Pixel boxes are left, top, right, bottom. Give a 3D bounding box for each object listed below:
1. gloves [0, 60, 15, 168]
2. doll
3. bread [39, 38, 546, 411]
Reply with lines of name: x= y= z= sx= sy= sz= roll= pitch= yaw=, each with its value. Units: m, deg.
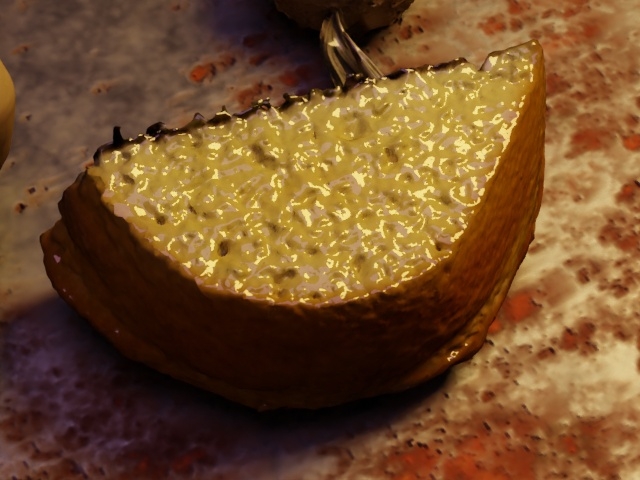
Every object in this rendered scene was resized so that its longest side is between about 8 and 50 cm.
gloves: x=-0.226 y=-0.068 z=0.837 sx=0.197 sy=0.301 sz=0.152 roll=-34 pitch=32 yaw=-9
doll: x=0.011 y=-0.170 z=1.014 sx=0.105 sy=0.115 sz=0.221 roll=11 pitch=64 yaw=-6
bread: x=0.008 y=0.006 z=0.882 sx=0.260 sy=0.129 sz=0.134 roll=-17 pitch=66 yaw=-11
